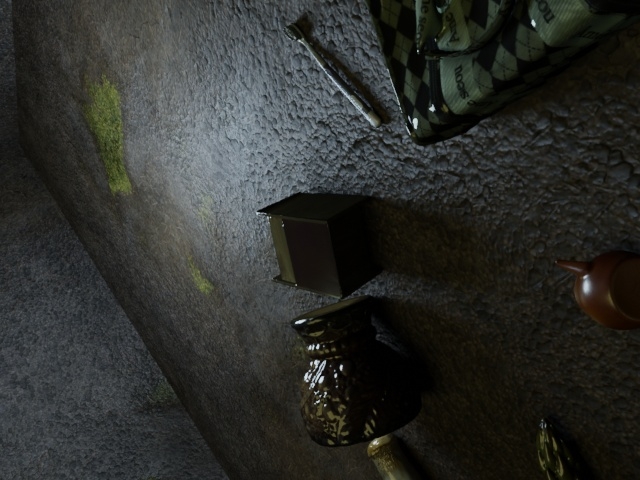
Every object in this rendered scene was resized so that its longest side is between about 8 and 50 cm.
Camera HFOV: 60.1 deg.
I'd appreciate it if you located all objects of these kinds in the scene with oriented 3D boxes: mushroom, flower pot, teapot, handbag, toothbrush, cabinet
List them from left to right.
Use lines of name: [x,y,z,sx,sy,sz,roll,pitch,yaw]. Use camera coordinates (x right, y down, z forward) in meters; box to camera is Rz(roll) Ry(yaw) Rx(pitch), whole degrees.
cabinet: [0.000,0.000,1.191,0.215,0.148,0.175,8,118,43]
toothbrush: [0.022,-0.320,1.061,0.288,0.026,0.024,51,140,14]
flower pot: [0.063,0.273,1.216,0.266,0.266,0.267,-19,87,53]
mushroom: [0.232,0.634,1.365,0.351,0.095,0.123,59,167,5]
handbag: [0.220,-0.349,0.698,0.416,0.180,0.316,-33,77,59]
teapot: [0.415,0.073,0.780,0.173,0.116,0.116,32,141,-4]

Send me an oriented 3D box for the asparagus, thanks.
asparagus: [0.449,0.449,0.993,0.080,0.080,0.287,-17,98,53]
